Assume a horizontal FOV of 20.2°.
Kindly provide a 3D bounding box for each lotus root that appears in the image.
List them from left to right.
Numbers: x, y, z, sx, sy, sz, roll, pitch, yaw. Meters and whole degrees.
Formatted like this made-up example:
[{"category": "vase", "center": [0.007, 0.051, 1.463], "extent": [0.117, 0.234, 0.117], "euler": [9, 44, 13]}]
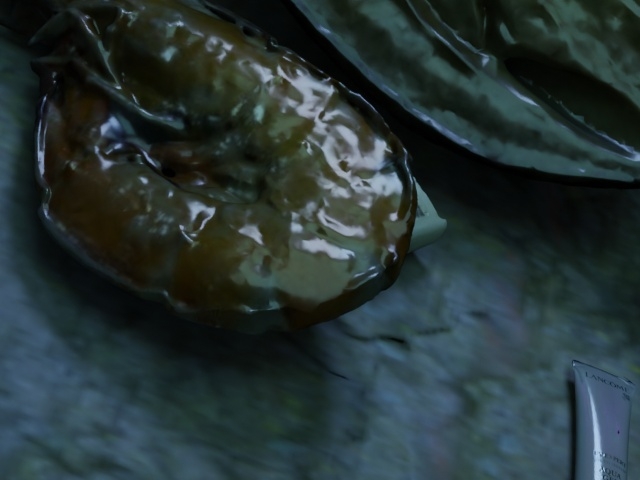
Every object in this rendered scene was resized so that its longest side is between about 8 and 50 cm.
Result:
[{"category": "lotus root", "center": [0.096, -0.146, 1.025], "extent": [0.314, 0.142, 0.210], "euler": [41, 83, 2]}]

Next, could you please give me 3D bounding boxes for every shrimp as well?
[{"category": "shrimp", "center": [-0.092, -0.064, 0.890], "extent": [0.317, 0.062, 0.164], "euler": [39, 56, 19]}]

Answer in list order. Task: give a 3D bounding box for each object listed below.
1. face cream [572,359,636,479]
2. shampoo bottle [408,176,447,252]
[{"category": "face cream", "center": [0.142, 0.109, 0.909], "extent": [0.038, 0.020, 0.115], "euler": [21, 44, -10]}, {"category": "shampoo bottle", "center": [0.000, 0.000, 0.915], "extent": [0.141, 0.034, 0.049], "euler": [-22, 72, -37]}]
